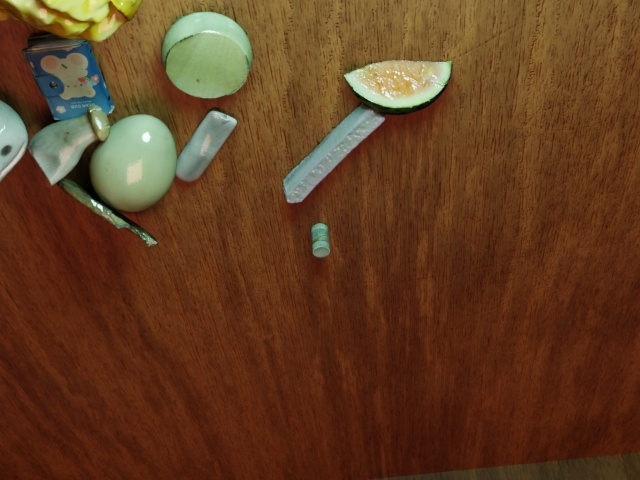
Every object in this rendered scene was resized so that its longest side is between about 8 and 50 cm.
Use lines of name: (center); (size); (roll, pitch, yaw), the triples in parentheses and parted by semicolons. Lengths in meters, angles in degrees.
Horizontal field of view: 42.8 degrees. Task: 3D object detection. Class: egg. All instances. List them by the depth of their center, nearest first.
egg: (-0.418, -0.175, 1.842); (0.189, 0.188, 0.253); (15, 131, -20)

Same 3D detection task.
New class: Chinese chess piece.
Chinese chess piece: (-0.237, -0.386, 1.707); (0.189, 0.083, 0.188); (-5, 141, -4)

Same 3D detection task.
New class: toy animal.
toy animal: (-0.787, -0.194, 1.807); (0.289, 0.174, 0.249); (-2, 127, -1)

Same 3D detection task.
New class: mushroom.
mushroom: (-0.551, -0.217, 1.789); (0.225, 0.116, 0.093); (-36, 175, 15)

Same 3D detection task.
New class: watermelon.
watermelon: (0.176, -0.337, 1.793); (0.245, 0.119, 0.063); (-8, -179, -4)

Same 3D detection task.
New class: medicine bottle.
medicine bottle: (0.000, 0.000, 2.156); (0.047, 0.083, 0.047); (-2, 139, -2)

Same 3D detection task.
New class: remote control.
remote control: (-0.276, -0.212, 1.922); (0.073, 0.044, 0.229); (23, 132, -24)

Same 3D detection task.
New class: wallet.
wallet: (-0.534, -0.348, 1.733); (0.141, 0.059, 0.202); (-9, 143, 0)

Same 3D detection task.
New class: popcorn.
popcorn: (-0.448, -0.515, 1.398); (0.349, 0.349, 0.381); (18, 95, -24)

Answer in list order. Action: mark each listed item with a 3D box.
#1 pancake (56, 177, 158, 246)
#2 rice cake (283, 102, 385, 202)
pancake: (-0.504, -0.067, 1.928); (0.286, 0.288, 0.033); (38, 85, -20)
rice cake: (0.031, -0.214, 1.934); (0.056, 0.072, 0.365); (28, 127, -29)
